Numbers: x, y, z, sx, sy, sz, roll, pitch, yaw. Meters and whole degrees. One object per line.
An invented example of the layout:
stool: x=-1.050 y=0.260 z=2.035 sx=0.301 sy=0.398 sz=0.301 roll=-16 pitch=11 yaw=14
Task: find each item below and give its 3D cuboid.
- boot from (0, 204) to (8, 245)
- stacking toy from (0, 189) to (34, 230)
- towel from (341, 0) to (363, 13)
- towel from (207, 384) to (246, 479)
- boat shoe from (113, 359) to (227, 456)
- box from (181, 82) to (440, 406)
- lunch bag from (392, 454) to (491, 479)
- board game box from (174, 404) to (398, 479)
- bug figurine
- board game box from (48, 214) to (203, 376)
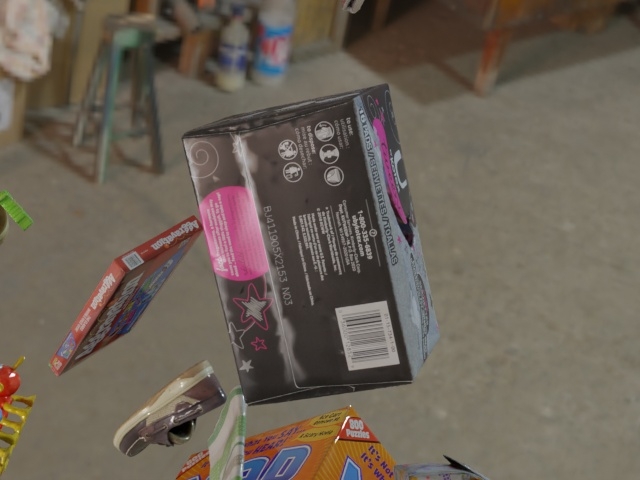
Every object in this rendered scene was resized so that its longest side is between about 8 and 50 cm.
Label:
boot: x=-0.517 y=-0.019 z=1.872 sx=0.262 sy=0.203 sz=0.095 roll=31 pitch=58 yaw=27
stacking toy: x=-0.510 y=-0.049 z=1.713 sx=0.221 sy=0.167 sz=0.052 roll=48 pitch=-2 yaw=-6
towel: x=0.053 y=-0.406 z=1.282 sx=0.037 sy=0.329 sz=0.237 roll=8 pitch=-2 yaw=-2
towel: x=-0.103 y=0.244 z=1.409 sx=0.023 sy=0.113 sz=0.152 roll=12 pitch=42 yaw=-11
boat shoe: x=-0.256 y=0.307 z=2.249 sx=0.092 sy=0.285 sz=0.103 roll=54 pitch=37 yaw=10
box: x=0.000 y=0.000 z=1.171 sx=0.163 sy=0.247 sz=0.142 roll=-10 pitch=10 yaw=17
lunch bag: x=0.111 y=0.220 z=1.179 sx=0.083 sy=0.053 sz=0.071 roll=-1 pitch=-3 yaw=-8
board game box: x=-0.046 y=0.531 z=2.005 sx=0.356 sy=0.356 sz=0.356 roll=53 pitch=39 yaw=-19
bug figurine: x=-0.350 y=0.227 z=1.322 sx=0.072 sy=0.216 sz=0.279 roll=20 pitch=0 yaw=-9
board game box: x=-0.262 y=0.077 z=1.762 sx=0.145 sy=0.281 sz=0.027 roll=-31 pitch=77 yaw=-41
